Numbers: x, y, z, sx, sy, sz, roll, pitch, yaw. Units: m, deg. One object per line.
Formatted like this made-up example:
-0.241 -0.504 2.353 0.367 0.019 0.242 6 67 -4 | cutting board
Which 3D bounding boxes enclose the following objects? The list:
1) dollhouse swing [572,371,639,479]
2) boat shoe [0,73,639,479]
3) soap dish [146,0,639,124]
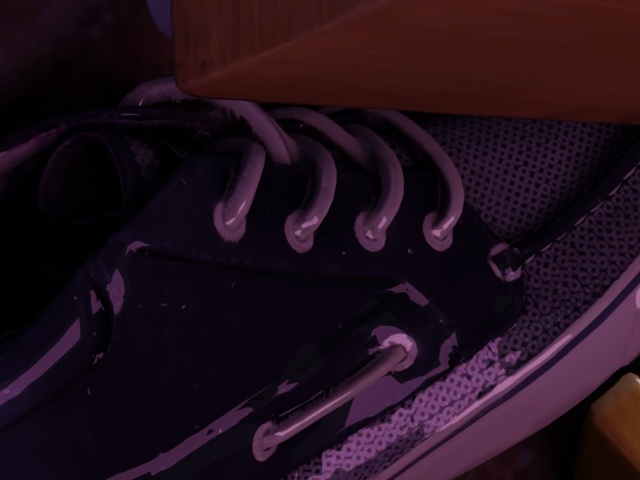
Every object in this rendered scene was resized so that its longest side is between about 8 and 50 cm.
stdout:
0.287 0.096 0.906 0.347 0.305 0.315 -41 89 -17 | dollhouse swing
0.000 0.000 0.574 0.340 0.127 0.158 -40 137 -18 | boat shoe
0.063 -0.180 0.494 0.229 0.118 0.291 0 89 -44 | soap dish
